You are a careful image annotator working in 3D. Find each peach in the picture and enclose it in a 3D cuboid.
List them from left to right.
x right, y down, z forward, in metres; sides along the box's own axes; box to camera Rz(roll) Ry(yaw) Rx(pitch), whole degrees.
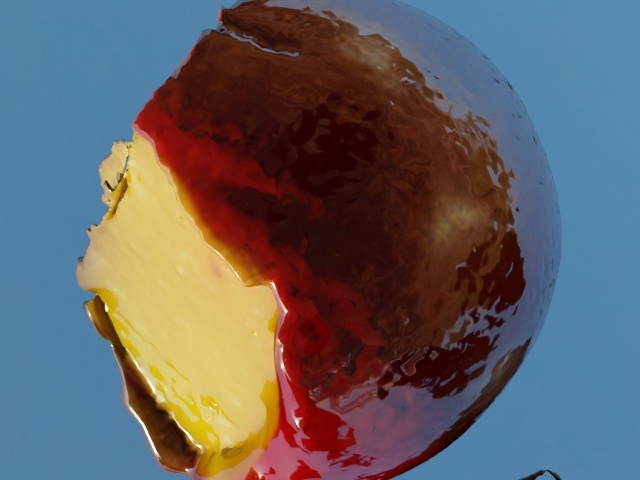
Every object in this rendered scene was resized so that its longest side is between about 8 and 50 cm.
[{"bbox_3d":[0.007,-0.003,0.469,0.151,0.118,0.151,-2,-87,-47],"label":"peach"}]

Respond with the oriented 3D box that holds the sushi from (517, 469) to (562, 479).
[{"bbox_3d":[0.138,0.191,0.806,0.296,0.167,0.179,-7,-82,-16],"label":"sushi"}]
